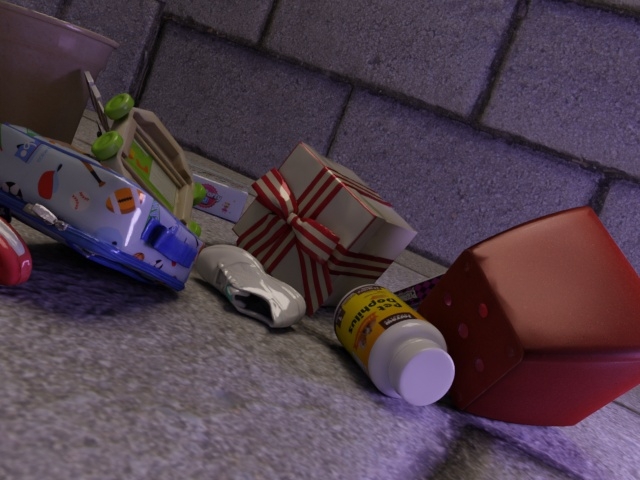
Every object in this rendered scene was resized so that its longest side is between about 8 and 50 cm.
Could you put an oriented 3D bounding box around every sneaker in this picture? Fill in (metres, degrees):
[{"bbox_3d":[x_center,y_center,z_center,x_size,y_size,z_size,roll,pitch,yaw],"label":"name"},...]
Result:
[{"bbox_3d":[-0.431,0.002,0.616,0.221,0.087,0.128,28,30,6],"label":"sneaker"},{"bbox_3d":[-0.128,0.072,0.927,0.212,0.080,0.094,27,21,22],"label":"sneaker"}]

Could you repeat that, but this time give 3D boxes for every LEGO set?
[{"bbox_3d":[-0.429,-0.209,1.231,0.060,0.244,0.182,-18,46,-21],"label":"LEGO set"}]

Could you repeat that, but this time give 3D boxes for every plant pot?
[{"bbox_3d":[-0.640,-0.328,1.264,0.334,0.305,0.334,16,9,-3],"label":"plant pot"},{"bbox_3d":[0.309,0.127,0.897,0.236,0.267,0.267,-1,52,-25],"label":"plant pot"}]

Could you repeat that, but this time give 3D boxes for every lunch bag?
[{"bbox_3d":[-0.286,-0.027,0.769,0.243,0.115,0.303,26,-9,12],"label":"lunch bag"}]

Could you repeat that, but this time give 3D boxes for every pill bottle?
[{"bbox_3d":[0.104,0.150,0.854,0.117,0.117,0.215,19,8,-23],"label":"pill bottle"}]

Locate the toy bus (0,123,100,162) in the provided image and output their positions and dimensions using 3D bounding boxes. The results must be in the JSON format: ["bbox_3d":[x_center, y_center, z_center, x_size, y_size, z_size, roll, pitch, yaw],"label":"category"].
[{"bbox_3d":[-0.541,-0.139,1.056,0.130,0.108,0.333,27,9,41],"label":"toy bus"}]

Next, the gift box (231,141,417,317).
[{"bbox_3d":[0.000,0.000,1.147,0.255,0.276,0.258,42,13,28],"label":"gift box"}]

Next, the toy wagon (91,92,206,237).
[{"bbox_3d":[-0.320,-0.100,1.094,0.344,0.068,0.267,-94,158,-44],"label":"toy wagon"}]

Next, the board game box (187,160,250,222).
[{"bbox_3d":[-0.334,-0.154,1.781,0.224,0.097,0.303,20,7,-8],"label":"board game box"}]

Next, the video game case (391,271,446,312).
[{"bbox_3d":[0.217,0.116,1.155,0.232,0.041,0.210,-25,-21,31],"label":"video game case"}]
